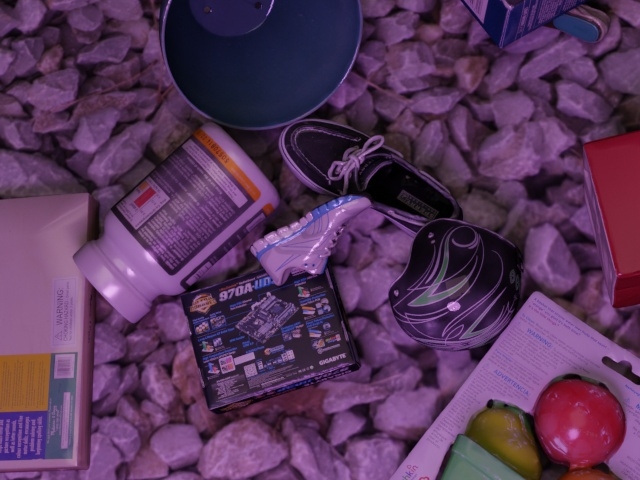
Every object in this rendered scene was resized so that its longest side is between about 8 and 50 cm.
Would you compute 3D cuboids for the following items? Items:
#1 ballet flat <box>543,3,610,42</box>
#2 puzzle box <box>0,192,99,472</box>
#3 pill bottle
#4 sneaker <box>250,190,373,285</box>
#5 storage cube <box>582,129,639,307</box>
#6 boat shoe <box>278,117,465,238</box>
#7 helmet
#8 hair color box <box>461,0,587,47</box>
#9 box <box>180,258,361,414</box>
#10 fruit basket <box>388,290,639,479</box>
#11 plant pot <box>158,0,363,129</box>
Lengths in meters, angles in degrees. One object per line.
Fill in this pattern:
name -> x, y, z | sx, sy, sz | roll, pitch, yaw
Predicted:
ballet flat -> 0.346, -0.339, 1.736 | 0.168, 0.057, 0.052 | 29, 53, 14
puzzle box -> -0.467, 0.138, 1.738 | 0.272, 0.052, 0.409 | -3, 73, 9
pill bottle -> -0.205, -0.023, 1.678 | 0.278, 0.162, 0.162 | -42, 71, -4
sneaker -> 0.000, 0.000, 1.628 | 0.190, 0.071, 0.083 | -31, 80, 21
storage cube -> 0.457, -0.038, 1.547 | 0.193, 0.184, 0.215 | -13, 72, 8
boat shoe -> 0.066, -0.093, 1.678 | 0.306, 0.105, 0.113 | 36, 83, 18
helmet -> 0.180, 0.069, 1.580 | 0.169, 0.169, 0.162 | 19, 73, 15
hair color box -> 0.354, -0.437, 1.689 | 0.347, 0.105, 0.174 | -30, 69, -13
box -> -0.072, 0.129, 1.666 | 0.220, 0.051, 0.175 | -19, 71, 5
fruit basket -> 0.309, 0.287, 1.517 | 0.327, 0.165, 0.353 | 34, 67, 18
plant pot -> -0.107, -0.332, 1.719 | 0.290, 0.290, 0.195 | -33, 35, 0
